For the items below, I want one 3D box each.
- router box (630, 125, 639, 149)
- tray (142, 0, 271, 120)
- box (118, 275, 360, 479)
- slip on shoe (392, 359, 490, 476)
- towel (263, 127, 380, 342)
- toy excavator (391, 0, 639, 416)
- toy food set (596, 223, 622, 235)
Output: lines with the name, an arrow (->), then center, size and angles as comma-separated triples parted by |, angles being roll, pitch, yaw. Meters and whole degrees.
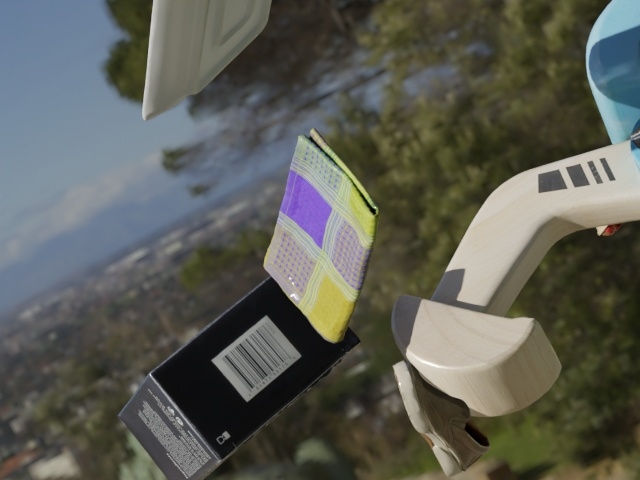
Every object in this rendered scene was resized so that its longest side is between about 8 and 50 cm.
router box -> 0.290, -0.007, 0.527 | 0.243, 0.309, 0.081 | -45, 4, -12
tray -> -0.062, -0.202, 1.179 | 0.145, 0.030, 0.270 | -48, -16, -33
box -> -0.070, 0.115, 1.396 | 0.156, 0.093, 0.158 | -39, -5, -24
slip on shoe -> 0.093, 0.132, 1.301 | 0.041, 0.135, 0.051 | -24, 42, 7
towel -> 0.000, 0.000, 0.736 | 0.009, 0.060, 0.083 | -17, -36, -32
toy excavator -> 0.286, -0.074, 1.445 | 0.445, 0.222, 0.433 | -12, 51, 20
toy food set -> 0.297, -0.039, 1.666 | 0.083, 0.020, 0.082 | -58, -4, 13
